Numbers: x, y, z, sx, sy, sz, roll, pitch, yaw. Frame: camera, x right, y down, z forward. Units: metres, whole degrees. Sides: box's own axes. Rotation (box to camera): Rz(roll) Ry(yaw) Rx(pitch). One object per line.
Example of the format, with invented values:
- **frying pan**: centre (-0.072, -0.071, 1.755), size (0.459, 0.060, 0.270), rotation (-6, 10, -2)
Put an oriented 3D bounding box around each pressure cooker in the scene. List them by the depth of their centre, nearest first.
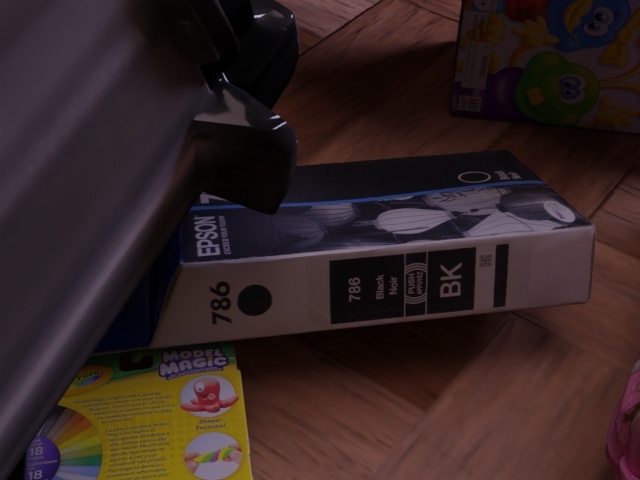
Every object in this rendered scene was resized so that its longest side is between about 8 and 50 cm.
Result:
- **pressure cooker**: centre (-0.234, -0.080, 0.477), size (0.375, 0.370, 0.420), rotation (4, 56, 46)

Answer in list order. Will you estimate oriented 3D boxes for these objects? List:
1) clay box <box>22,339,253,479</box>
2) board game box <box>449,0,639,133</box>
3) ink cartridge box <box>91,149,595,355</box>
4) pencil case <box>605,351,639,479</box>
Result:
- **clay box**: centre (-0.098, 0.154, 0.518), size (0.127, 0.053, 0.222), rotation (-5, 41, -7)
- **board game box**: centre (0.264, -0.193, 0.838), size (0.275, 0.142, 0.144), rotation (7, 44, 6)
- **ink cartridge box**: centre (0.000, 0.000, 0.648), size (0.333, 0.065, 0.165), rotation (-7, 25, -8)
- **pencil case**: centre (0.298, 0.032, 0.587), size (0.160, 0.167, 0.386), rotation (44, 47, -11)
